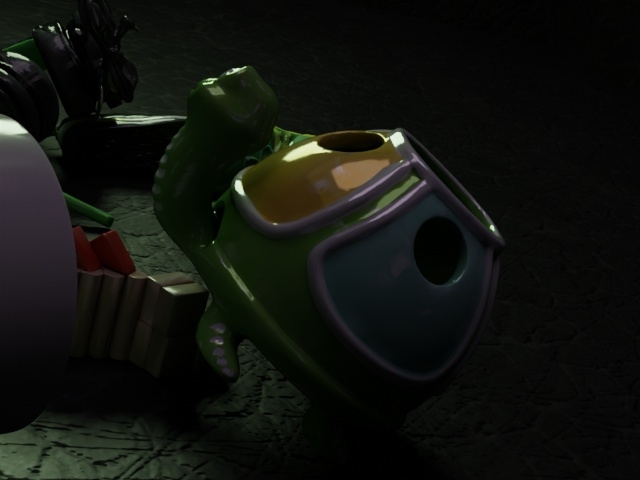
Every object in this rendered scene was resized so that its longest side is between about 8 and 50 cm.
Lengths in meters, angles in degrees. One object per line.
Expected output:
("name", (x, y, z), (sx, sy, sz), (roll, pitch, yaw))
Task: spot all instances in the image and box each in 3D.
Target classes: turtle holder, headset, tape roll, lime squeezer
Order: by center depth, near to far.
("tape roll", (-0.307, 0.028, 0.909), (0.169, 0.246, 0.246), (-3, 25, -43))
("turtle holder", (0.007, 0.002, 1.098), (0.320, 0.227, 0.243), (49, 13, 3))
("lime squeezer", (-0.380, -0.098, 1.444), (0.310, 0.059, 0.110), (25, 14, 15))
("headset", (-0.344, -0.212, 1.545), (0.243, 0.185, 0.394), (-36, 30, -31))

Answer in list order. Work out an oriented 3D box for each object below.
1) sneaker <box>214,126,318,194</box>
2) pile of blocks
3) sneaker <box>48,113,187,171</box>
("sneaker", (-0.055, -0.096, 1.667), (0.295, 0.109, 0.123), (2, 19, -35))
("pile of blocks", (-0.254, 0.026, 1.158), (0.362, 0.113, 0.149), (10, 19, -15))
("sneaker", (-0.239, -0.137, 1.682), (0.234, 0.084, 0.097), (4, 21, -30))
